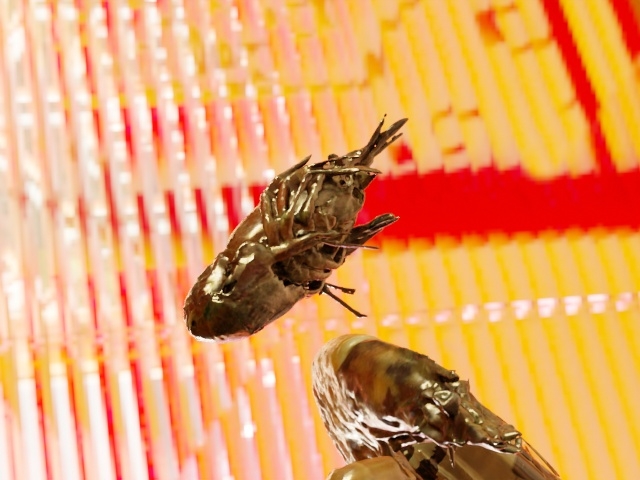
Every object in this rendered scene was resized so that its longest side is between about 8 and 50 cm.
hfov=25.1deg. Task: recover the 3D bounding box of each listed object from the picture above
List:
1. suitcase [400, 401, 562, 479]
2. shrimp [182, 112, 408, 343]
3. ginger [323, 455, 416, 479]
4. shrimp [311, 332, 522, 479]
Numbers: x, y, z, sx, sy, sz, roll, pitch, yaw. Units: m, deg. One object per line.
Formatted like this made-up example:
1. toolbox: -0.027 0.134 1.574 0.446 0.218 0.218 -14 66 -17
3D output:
1. suitcase: 0.218 0.348 1.900 0.194 0.339 0.351 -49 180 3
2. shrimp: -0.002 0.001 1.672 0.172 0.372 0.137 59 -14 -28
3. ginger: 0.075 0.344 1.092 0.176 0.256 0.375 109 -23 -60
4. shrimp: 0.099 0.220 1.464 0.272 0.085 0.445 66 -20 -2
